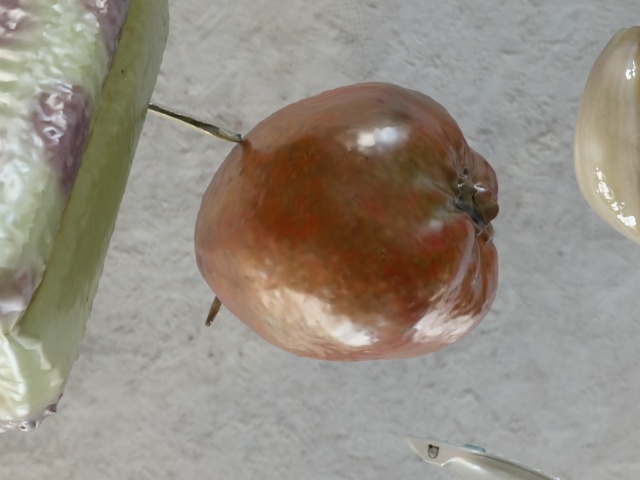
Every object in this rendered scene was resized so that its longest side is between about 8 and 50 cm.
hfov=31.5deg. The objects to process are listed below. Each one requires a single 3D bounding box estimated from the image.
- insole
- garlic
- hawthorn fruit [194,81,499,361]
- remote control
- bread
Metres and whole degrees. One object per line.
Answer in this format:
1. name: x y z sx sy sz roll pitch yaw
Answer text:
1. insole: -0.169 -0.114 0.861 0.081 0.248 0.011 7 103 -64
2. garlic: 0.312 -0.104 1.168 0.217 0.110 0.228 -5 92 -64
3. hawthorn fruit: 0.000 0.000 0.852 0.262 0.210 0.210 -20 130 28
4. remote control: 0.147 0.182 0.773 0.229 0.073 0.044 31 76 -36
5. bread: -0.187 -0.072 0.662 0.155 0.338 0.187 8 144 3
